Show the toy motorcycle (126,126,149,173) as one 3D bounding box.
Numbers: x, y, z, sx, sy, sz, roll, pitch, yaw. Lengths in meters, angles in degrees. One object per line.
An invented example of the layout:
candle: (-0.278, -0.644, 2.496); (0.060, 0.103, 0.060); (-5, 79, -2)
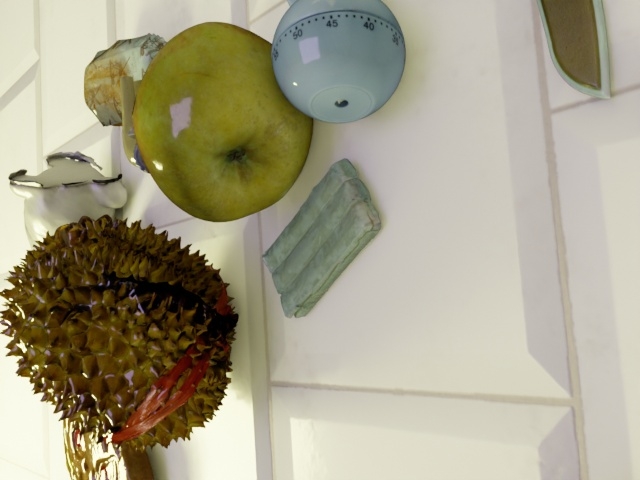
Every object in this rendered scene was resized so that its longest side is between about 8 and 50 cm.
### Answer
toy motorcycle: (-0.212, -0.194, 1.052); (0.213, 0.082, 0.122); (-26, 81, 7)

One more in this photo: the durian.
durian: (-0.283, 0.137, 0.990); (0.348, 0.348, 0.384); (11, 132, 49)

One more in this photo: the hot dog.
hot dog: (-0.378, -0.315, 1.316); (0.270, 0.082, 0.162); (-2, 96, 42)

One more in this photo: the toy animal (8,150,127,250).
toy animal: (-0.539, 0.001, 1.439); (0.258, 0.194, 0.357); (18, 121, 24)

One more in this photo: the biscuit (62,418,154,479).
biscuit: (-0.444, 0.449, 1.345); (0.394, 0.070, 0.350); (18, 110, 49)

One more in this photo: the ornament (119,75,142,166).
ornament: (-0.247, -0.182, 1.144); (0.230, 0.061, 0.244); (-7, 86, 30)

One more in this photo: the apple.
apple: (-0.126, -0.154, 0.891); (0.194, 0.261, 0.260); (54, 128, 48)

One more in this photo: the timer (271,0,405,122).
timer: (0.022, -0.252, 0.819); (0.175, 0.175, 0.255); (-49, 27, 37)

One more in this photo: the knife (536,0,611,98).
knife: (0.227, -0.291, 0.648); (0.061, 0.027, 0.343); (-20, 74, 43)

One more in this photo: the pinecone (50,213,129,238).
pinecone: (-0.427, 0.057, 1.282); (0.208, 0.208, 0.207); (-2, 88, 49)

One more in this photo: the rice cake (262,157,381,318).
rice cake: (0.000, 0.000, 0.895); (0.211, 0.038, 0.124); (-46, 56, 38)
